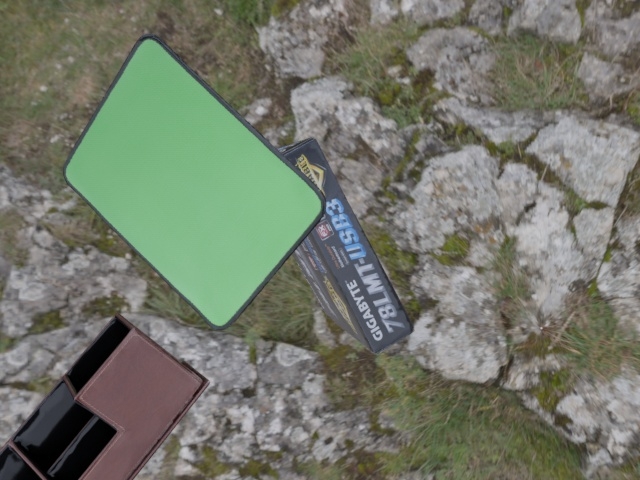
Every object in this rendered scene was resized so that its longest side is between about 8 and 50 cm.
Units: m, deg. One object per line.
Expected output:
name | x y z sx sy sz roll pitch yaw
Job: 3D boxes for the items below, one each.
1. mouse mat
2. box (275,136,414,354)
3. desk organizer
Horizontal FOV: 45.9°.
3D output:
mouse mat | -0.102 -0.039 0.570 0.190 0.007 0.152 43 117 4
box | 0.000 0.000 1.102 0.073 0.293 0.295 -30 101 -11
desk organizer | -0.121 0.104 0.382 0.050 0.047 0.130 44 76 -23
